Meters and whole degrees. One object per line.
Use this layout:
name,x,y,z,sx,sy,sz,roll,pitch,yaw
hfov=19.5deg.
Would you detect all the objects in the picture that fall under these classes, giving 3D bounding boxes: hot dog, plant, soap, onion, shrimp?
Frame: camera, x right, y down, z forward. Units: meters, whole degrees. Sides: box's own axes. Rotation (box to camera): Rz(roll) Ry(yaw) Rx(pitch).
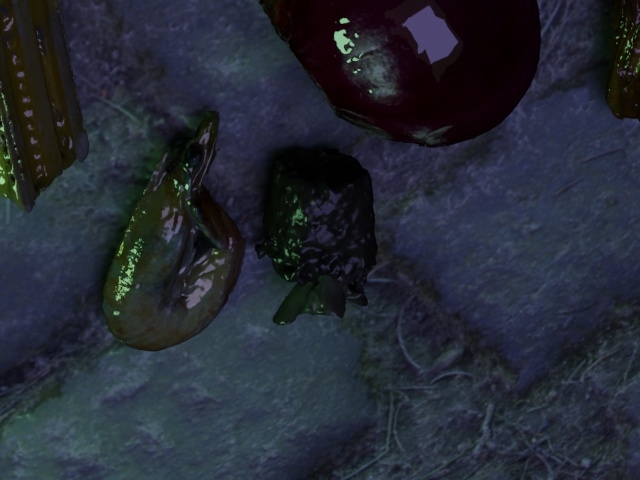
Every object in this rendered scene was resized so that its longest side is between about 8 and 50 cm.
hot dog,0.416,-0.255,2.202,0.175,0.114,0.259,-14,125,-18
plant,0.000,0.000,2.155,0.142,0.131,0.203,-3,111,-24
soap,-0.316,-0.161,1.909,0.135,0.076,0.233,-51,141,-47
onion,0.092,-0.244,1.977,0.282,0.260,0.336,-23,127,-4
shrimp,-0.150,-0.004,2.129,0.168,0.077,0.317,2,123,-37
